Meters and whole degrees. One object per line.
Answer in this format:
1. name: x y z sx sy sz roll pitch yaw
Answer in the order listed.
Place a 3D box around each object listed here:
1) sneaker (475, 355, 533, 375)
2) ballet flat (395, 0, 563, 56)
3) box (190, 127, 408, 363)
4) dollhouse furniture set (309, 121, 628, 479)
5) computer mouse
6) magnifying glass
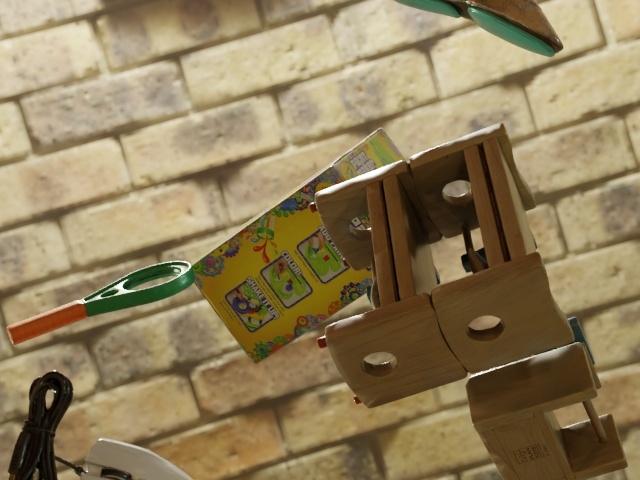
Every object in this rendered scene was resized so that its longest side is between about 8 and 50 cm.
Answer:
1. sneaker: 0.259 0.191 1.593 0.092 0.088 0.225 -13 33 10
2. ballet flat: 0.244 -0.383 1.799 0.316 0.106 0.107 26 -1 22
3. box: 0.000 0.000 1.748 0.279 0.177 0.290 -35 3 24
4. dollhouse furniture set: 0.089 0.055 0.716 0.128 0.184 0.129 -20 39 14
5. computer mouse: -0.148 0.185 0.896 0.042 0.106 0.193 -26 -47 36
6. magnifying glass: -0.259 0.074 1.398 0.230 0.026 0.092 -19 18 -21
